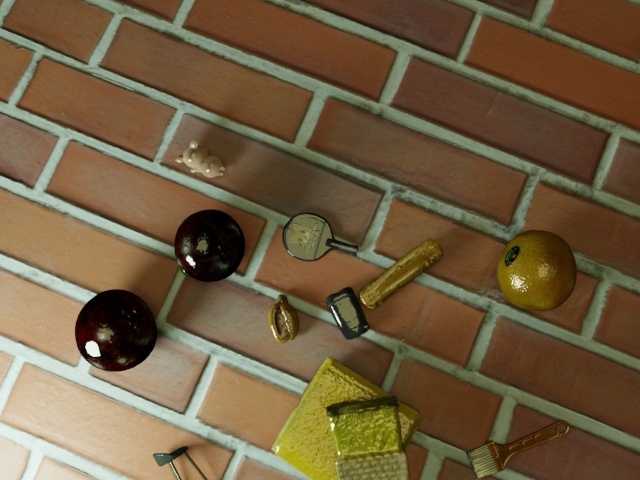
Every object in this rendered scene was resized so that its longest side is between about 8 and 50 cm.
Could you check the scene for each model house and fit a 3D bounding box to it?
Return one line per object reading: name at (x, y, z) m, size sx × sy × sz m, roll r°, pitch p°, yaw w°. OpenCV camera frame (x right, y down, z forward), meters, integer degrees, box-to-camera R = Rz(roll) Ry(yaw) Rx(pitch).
model house at (0.125, 0.531, 1.670) m, size 0.194 × 0.175 × 0.234 m, roll -9°, pitch 79°, yaw 0°

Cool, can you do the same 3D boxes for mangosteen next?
mangosteen at (-0.329, 0.013, 1.891) m, size 0.216 × 0.216 × 0.216 m, roll 0°, pitch 81°, yaw 0°
mangosteen at (-0.604, 0.266, 1.849) m, size 0.262 × 0.236 × 0.235 m, roll -26°, pitch 81°, yaw 30°

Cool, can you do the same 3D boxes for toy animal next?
toy animal at (-0.357, -0.244, 1.979) m, size 0.150 × 0.089 × 0.083 m, roll 27°, pitch 79°, yaw -5°

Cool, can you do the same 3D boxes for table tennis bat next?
table tennis bat at (0.000, 0.000, 1.972) m, size 0.237 × 0.027 × 0.150 m, roll 16°, pitch 82°, yaw 5°

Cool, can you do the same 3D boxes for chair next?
chair at (-0.377, 0.672, 1.840) m, size 0.095 × 0.104 × 0.221 m, roll -33°, pitch 87°, yaw -31°

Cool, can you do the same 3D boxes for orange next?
orange at (0.619, 0.088, 1.860) m, size 0.237 × 0.236 × 0.236 m, roll 0°, pitch 81°, yaw 0°

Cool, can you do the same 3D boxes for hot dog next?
hot dog at (-0.112, 0.232, 1.921) m, size 0.090 × 0.060 × 0.140 m, roll -18°, pitch 88°, yaw -7°
hot dog at (0.240, 0.103, 1.935) m, size 0.289 × 0.068 × 0.083 m, roll -36°, pitch 60°, yaw -1°

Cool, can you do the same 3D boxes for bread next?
bread at (0.076, 0.543, 1.829) m, size 0.333 × 0.143 × 0.323 m, roll 33°, pitch 84°, yaw 5°

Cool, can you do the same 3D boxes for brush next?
brush at (0.582, 0.594, 1.885) m, size 0.315 × 0.017 × 0.090 m, roll -22°, pitch 85°, yaw -4°

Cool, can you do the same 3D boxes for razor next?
razor at (0.082, 0.218, 1.922) m, size 0.090 × 0.054 × 0.148 m, roll -26°, pitch 82°, yaw 0°
